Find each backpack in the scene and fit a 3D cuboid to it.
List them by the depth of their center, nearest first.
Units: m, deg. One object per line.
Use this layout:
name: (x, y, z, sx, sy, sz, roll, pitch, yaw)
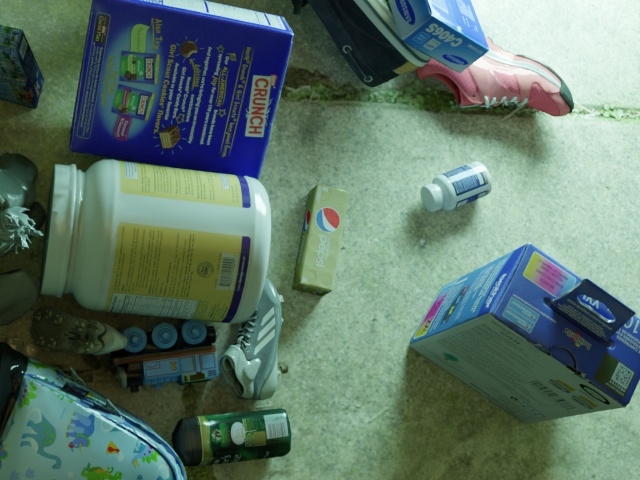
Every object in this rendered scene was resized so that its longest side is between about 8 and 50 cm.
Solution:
backpack: (-0.376, 0.349, 1.714, 0.355, 0.273, 0.290, 36, 69, -31)

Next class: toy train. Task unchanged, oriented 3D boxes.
toy train: (-0.253, 0.185, 1.866, 0.184, 0.080, 0.105, -6, 86, -18)

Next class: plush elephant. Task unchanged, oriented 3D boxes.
plush elephant: (-0.553, 0.003, 1.735, 0.271, 0.330, 0.255, 22, 107, -45)

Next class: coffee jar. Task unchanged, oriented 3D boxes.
coffee jar: (-0.145, 0.317, 1.858, 0.184, 0.096, 0.079, -3, 76, -17)

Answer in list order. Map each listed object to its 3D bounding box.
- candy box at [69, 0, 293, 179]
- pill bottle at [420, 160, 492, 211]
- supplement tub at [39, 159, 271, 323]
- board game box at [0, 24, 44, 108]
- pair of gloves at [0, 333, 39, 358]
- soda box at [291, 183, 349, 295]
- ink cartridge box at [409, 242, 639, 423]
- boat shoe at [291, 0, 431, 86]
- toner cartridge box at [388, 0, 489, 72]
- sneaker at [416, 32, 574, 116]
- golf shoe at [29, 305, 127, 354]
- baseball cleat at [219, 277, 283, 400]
candy box: (-0.229, -0.256, 1.875, 0.317, 0.122, 0.268, 10, 116, -13)
pill bottle: (0.243, -0.094, 2.082, 0.120, 0.067, 0.067, -21, 85, -20)
supplement tub: (-0.262, 0.000, 1.816, 0.331, 0.241, 0.241, 7, 76, -15)
board game box: (-0.557, -0.289, 1.840, 0.194, 0.194, 0.060, 10, 74, 0)
pair of gloves: (-0.575, 0.220, 1.779, 0.240, 0.042, 0.204, 20, 73, -11)
soda box: (0.000, 0.000, 1.993, 0.061, 0.058, 0.181, 14, 74, -14)
ink cartridge box: (0.355, 0.159, 1.885, 0.270, 0.395, 0.151, 34, 71, -8)
boat shoe: (-0.007, -0.473, 2.023, 0.500, 0.156, 0.187, 48, 30, -10)
toner cartridge box: (0.177, -0.473, 2.042, 0.165, 0.075, 0.348, 19, 46, -42)
sneaker: (0.314, -0.288, 2.140, 0.313, 0.116, 0.136, 28, 82, -2)
golf shoe: (-0.381, 0.149, 1.815, 0.086, 0.176, 0.069, 20, 84, -54)
baseball cleat: (-0.114, 0.160, 1.904, 0.109, 0.072, 0.206, 6, 75, -42)
